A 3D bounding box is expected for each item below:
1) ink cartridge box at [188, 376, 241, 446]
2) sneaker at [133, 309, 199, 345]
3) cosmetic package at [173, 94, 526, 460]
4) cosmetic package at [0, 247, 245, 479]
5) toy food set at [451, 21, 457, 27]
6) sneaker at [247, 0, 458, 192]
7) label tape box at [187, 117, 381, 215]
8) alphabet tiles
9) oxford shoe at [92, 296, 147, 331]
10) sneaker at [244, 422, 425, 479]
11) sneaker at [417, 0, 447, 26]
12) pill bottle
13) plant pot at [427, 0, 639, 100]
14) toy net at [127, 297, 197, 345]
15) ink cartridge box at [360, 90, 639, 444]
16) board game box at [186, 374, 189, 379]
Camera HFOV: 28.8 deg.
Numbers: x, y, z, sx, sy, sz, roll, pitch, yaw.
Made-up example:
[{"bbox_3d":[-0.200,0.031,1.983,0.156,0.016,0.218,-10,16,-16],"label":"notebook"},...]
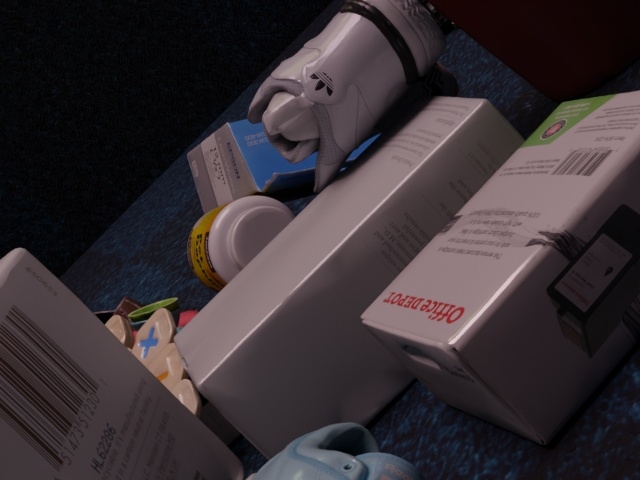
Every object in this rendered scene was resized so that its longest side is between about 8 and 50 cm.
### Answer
[{"bbox_3d":[-0.087,0.153,1.461,0.371,0.069,0.176,-40,15,7],"label":"ink cartridge box"},{"bbox_3d":[-0.205,0.160,1.714,0.136,0.116,0.314,-40,18,-30],"label":"sneaker"},{"bbox_3d":[0.045,0.038,1.242,0.385,0.156,0.217,-45,14,-2],"label":"cosmetic package"},{"bbox_3d":[-0.332,0.287,1.125,0.394,0.327,0.329,-37,17,19],"label":"cosmetic package"},{"bbox_3d":[0.259,-0.400,2.148,0.083,0.020,0.082,-47,14,-9],"label":"toy food set"},{"bbox_3d":[0.036,-0.163,1.405,0.210,0.137,0.366,-43,-9,2],"label":"sneaker"},{"bbox_3d":[-0.011,-0.125,1.658,0.249,0.115,0.348,-15,-3,-20],"label":"label tape box"},{"bbox_3d":[-0.232,0.221,1.405,0.278,0.021,0.284,-48,42,20],"label":"alphabet tiles"},{"bbox_3d":[-0.351,0.178,1.948,0.364,0.133,0.130,-31,20,41],"label":"oxford shoe"},{"bbox_3d":[0.009,0.215,0.876,0.150,0.135,0.366,-46,15,4],"label":"sneaker"},{"bbox_3d":[0.191,-0.415,2.230,0.106,0.078,0.234,-49,4,-30],"label":"sneaker"},{"bbox_3d":[-0.089,0.008,1.520,0.117,0.117,0.215,-47,9,-13],"label":"pill bottle"},{"bbox_3d":[0.266,-0.313,1.442,0.275,0.243,0.275,-40,15,13],"label":"plant pot"},{"bbox_3d":[-0.176,0.103,1.505,0.122,0.045,0.232,-20,7,-39],"label":"toy net"},{"bbox_3d":[0.186,0.013,0.999,0.273,0.115,0.198,-46,14,-10],"label":"ink cartridge box"},{"bbox_3d":[-0.198,0.186,1.480,0.169,0.033,0.133,-18,29,44],"label":"board game box"}]
